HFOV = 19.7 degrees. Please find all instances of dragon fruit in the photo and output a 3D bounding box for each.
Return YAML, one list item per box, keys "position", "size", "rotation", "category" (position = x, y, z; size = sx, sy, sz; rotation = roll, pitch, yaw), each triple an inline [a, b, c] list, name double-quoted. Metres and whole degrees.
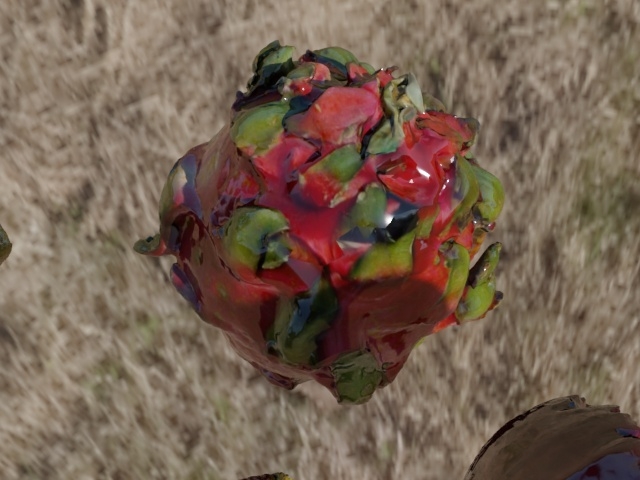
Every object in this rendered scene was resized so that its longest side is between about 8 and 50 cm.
- position: [0.010, -0.006, 1.375]
  size: [0.237, 0.302, 0.231]
  rotation: [-35, 56, -22]
  category: "dragon fruit"

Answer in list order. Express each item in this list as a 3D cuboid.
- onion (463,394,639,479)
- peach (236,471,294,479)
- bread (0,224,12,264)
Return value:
- position: [0.146, 0.169, 0.704]
  size: [0.161, 0.248, 0.248]
  rotation: [-46, 71, 24]
  category: "onion"
- position: [-0.049, 0.211, 1.050]
  size: [0.127, 0.092, 0.172]
  rotation: [0, 69, 31]
  category: "peach"
- position: [-0.328, 0.022, 1.585]
  size: [0.132, 0.074, 0.053]
  rotation: [-34, 89, -22]
  category: "bread"
